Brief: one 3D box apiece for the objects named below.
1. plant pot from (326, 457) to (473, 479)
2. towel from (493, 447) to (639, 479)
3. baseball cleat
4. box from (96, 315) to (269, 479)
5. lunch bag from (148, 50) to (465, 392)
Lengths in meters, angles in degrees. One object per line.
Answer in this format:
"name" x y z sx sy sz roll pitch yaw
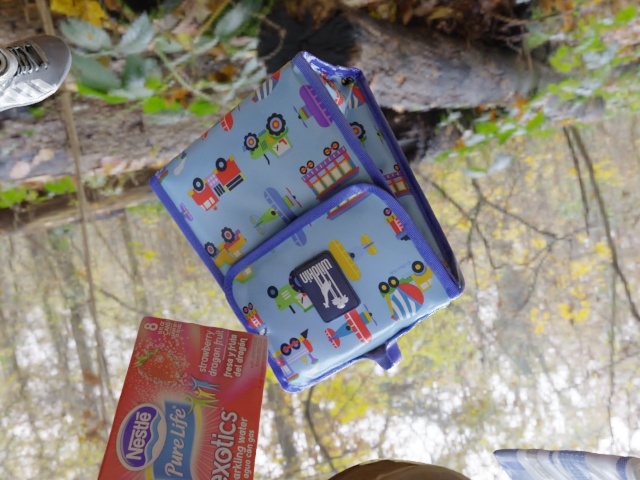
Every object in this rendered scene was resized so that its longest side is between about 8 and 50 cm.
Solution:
"plant pot" 0.066 0.227 0.366 0.110 0.237 0.237 -6 -172 41
"towel" 0.341 0.328 0.933 0.034 0.209 0.285 -44 -176 -22
"baseball cleat" -0.332 -0.182 0.851 0.109 0.072 0.206 -27 -163 45
"box" -0.121 0.204 0.666 0.123 0.128 0.256 11 -137 -7
"lunch bag" 0.000 0.000 0.799 0.221 0.293 0.138 -35 167 26
